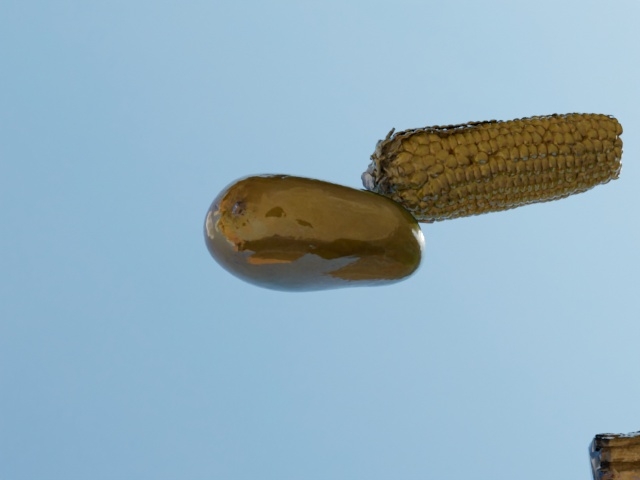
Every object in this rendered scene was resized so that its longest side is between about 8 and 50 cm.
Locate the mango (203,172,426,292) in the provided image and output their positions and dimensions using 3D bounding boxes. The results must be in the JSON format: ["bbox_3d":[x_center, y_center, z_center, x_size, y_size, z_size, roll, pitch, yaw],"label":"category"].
[{"bbox_3d":[0.000,0.000,1.579,0.251,0.156,0.114,12,-123,-19],"label":"mango"}]

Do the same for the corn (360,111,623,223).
[{"bbox_3d":[0.199,-0.083,1.723,0.318,0.115,0.115,-8,-123,-14],"label":"corn"}]

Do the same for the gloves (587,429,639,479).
[{"bbox_3d":[0.412,0.228,1.341,0.356,0.203,0.155,10,-120,18],"label":"gloves"}]
